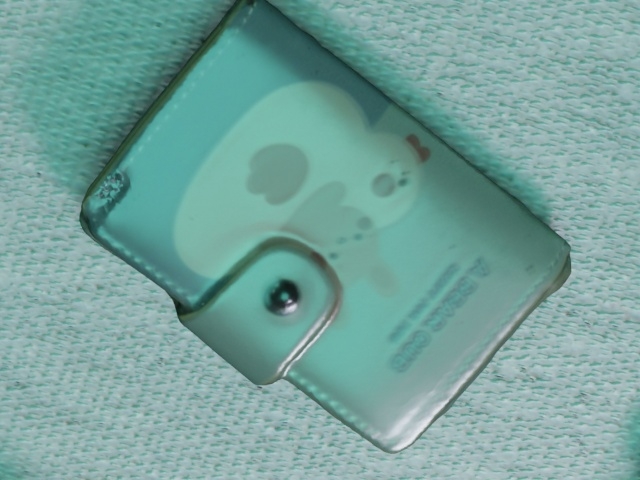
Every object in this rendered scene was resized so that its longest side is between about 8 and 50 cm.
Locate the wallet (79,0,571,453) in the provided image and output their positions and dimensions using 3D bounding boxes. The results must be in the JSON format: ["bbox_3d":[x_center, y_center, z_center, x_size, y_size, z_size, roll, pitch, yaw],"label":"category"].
[{"bbox_3d":[0.000,0.000,1.498,0.360,0.083,0.252,38,99,-16],"label":"wallet"}]
